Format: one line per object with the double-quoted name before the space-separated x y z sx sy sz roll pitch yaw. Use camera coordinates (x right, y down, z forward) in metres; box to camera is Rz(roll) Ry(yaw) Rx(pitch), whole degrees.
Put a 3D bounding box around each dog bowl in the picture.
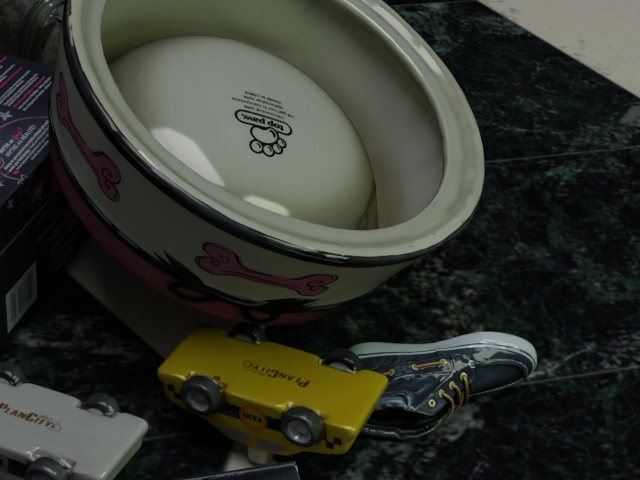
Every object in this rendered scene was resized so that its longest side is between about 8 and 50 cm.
"dog bowl" -0.062 -0.098 1.324 0.407 0.150 0.408 20 43 -19

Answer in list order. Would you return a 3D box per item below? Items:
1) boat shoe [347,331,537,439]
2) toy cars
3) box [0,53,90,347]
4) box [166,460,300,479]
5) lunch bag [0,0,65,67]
"boat shoe" 0.111 0.136 1.318 0.183 0.065 0.083 -4 42 -4
"toy cars" -0.140 0.158 1.230 0.393 0.087 0.176 -9 34 -14
"box" -0.309 -0.043 1.372 0.142 0.163 0.247 16 39 12
"box" -0.075 0.281 1.099 0.175 0.051 0.220 -6 49 -17
"lunch bag" -0.191 -0.223 1.587 0.256 0.213 0.305 44 50 14
